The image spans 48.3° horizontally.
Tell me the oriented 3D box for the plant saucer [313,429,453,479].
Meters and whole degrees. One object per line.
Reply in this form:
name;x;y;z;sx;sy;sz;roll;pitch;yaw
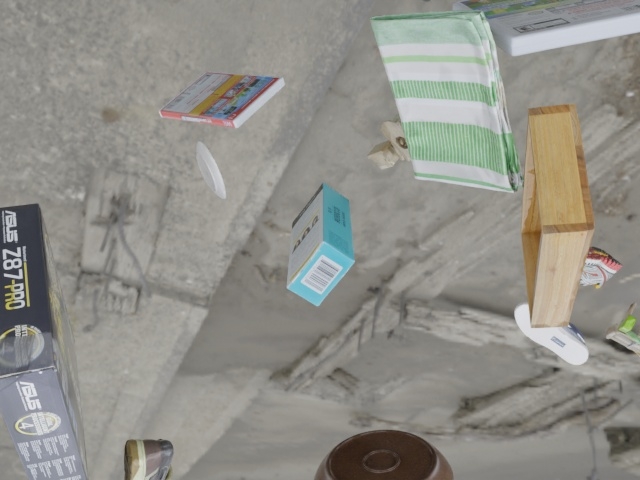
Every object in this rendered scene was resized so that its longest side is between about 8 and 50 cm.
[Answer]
plant saucer;0.073;0.274;0.855;0.169;0.168;0.029;-2;109;17

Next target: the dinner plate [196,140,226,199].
dinner plate;-0.247;-0.153;1.581;0.017;0.141;0.141;-27;151;-17

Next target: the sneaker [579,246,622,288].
sneaker;0.596;0.061;1.628;0.225;0.088;0.092;17;113;-33

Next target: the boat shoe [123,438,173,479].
boat shoe;-0.178;0.246;0.742;0.049;0.056;0.152;-2;150;-18

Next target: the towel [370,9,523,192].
towel;0.219;-0.237;1.247;0.248;0.038;0.324;14;135;47

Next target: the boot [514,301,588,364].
boot;0.494;0.187;1.544;0.190;0.086;0.069;40;115;-6

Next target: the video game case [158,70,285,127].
video game case;-0.258;-0.370;1.854;0.285;0.204;0.025;14;140;37

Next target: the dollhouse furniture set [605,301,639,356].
dollhouse furniture set;0.532;0.140;1.172;0.076;0.058;0.151;29;167;12

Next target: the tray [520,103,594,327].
tray;0.376;-0.017;1.162;0.076;0.202;0.411;-5;154;13

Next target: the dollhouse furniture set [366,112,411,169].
dollhouse furniture set;0.185;-0.258;1.505;0.101;0.182;0.161;46;154;-17

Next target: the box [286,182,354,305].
box;0.000;0.000;1.174;0.060;0.244;0.100;33;112;-14

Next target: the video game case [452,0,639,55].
video game case;0.439;-0.408;1.270;0.329;0.300;0.036;-12;120;-4

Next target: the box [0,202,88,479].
box;-0.450;0.188;1.142;0.097;0.318;0.394;-8;138;-16
